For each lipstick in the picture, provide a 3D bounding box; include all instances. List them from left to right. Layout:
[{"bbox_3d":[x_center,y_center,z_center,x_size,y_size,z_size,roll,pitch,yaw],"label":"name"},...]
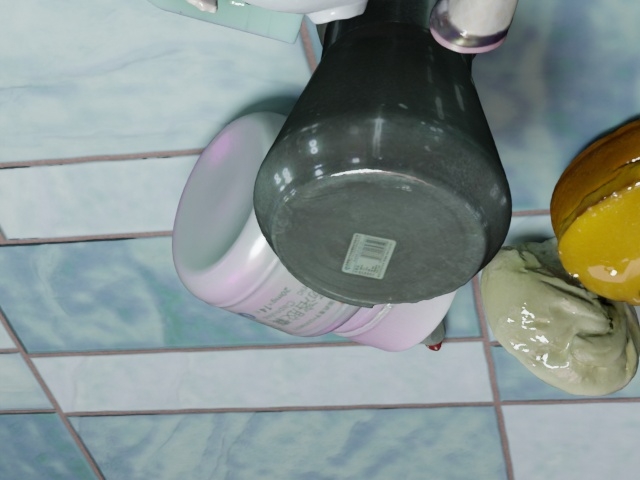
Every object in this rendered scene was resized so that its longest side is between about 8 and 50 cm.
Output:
[{"bbox_3d":[0.148,0.104,1.849,0.057,0.063,0.186,1,144,12],"label":"lipstick"}]

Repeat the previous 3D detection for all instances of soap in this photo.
[{"bbox_3d":[-0.119,-0.306,1.387,0.231,0.091,0.145,13,139,-8],"label":"soap"}]

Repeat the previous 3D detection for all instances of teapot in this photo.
[{"bbox_3d":[0.080,-0.108,1.391,0.253,0.344,0.300,-1,139,13],"label":"teapot"}]

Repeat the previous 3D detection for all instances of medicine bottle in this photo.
[{"bbox_3d":[0.000,0.000,1.608,0.302,0.241,0.241,23,138,-31],"label":"medicine bottle"}]

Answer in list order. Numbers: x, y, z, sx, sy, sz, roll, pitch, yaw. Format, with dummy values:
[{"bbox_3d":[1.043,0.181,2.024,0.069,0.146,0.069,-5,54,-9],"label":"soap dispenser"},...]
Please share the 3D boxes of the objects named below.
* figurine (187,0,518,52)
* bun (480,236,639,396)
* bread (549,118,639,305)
[{"bbox_3d":[0.036,-0.332,1.220,0.362,0.253,0.211,7,170,3],"label":"figurine"},{"bbox_3d":[0.318,0.083,1.681,0.237,0.210,0.116,36,133,-9],"label":"bun"},{"bbox_3d":[0.400,-0.044,1.564,0.195,0.142,0.270,41,127,-20],"label":"bread"}]
